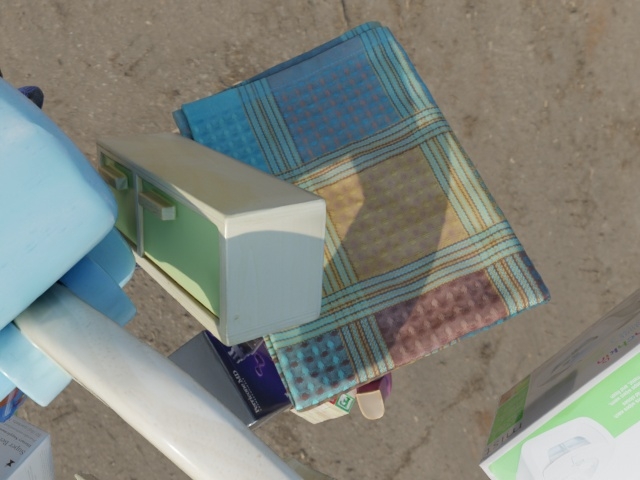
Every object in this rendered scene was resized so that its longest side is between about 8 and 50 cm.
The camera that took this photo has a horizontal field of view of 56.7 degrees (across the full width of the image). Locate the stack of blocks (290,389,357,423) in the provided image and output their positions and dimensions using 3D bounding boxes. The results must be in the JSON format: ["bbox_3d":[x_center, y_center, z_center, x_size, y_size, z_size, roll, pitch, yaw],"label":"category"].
[{"bbox_3d":[0.025,0.400,1.653,0.087,0.297,0.171,31,62,-5],"label":"stack of blocks"}]

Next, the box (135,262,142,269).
[{"bbox_3d":[-0.548,0.009,1.380,0.261,0.184,0.103,19,65,-54],"label":"box"}]

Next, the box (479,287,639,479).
[{"bbox_3d":[0.336,0.193,0.693,0.262,0.127,0.231,-46,167,20],"label":"box"}]

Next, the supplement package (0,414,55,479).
[{"bbox_3d":[-0.635,0.455,1.027,0.293,0.177,0.175,-55,165,-51],"label":"supplement package"}]

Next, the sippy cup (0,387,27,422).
[{"bbox_3d":[-0.479,0.129,0.805,0.305,0.240,0.224,-30,145,-54],"label":"sippy cup"}]

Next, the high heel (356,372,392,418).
[{"bbox_3d":[0.068,0.145,0.921,0.082,0.117,0.244,-15,104,11],"label":"high heel"}]

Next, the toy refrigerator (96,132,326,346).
[{"bbox_3d":[-0.114,-0.019,0.523,0.094,0.269,0.102,-12,116,-34],"label":"toy refrigerator"}]

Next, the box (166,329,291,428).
[{"bbox_3d":[-0.130,0.219,0.918,0.108,0.153,0.207,-37,167,15],"label":"box"}]

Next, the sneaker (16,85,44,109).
[{"bbox_3d":[-0.653,-0.260,1.318,0.083,0.087,0.221,67,21,-54],"label":"sneaker"}]

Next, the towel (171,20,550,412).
[{"bbox_3d":[0.024,-0.049,0.613,0.271,0.370,0.040,-24,156,-3],"label":"towel"}]

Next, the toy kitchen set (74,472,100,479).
[{"bbox_3d":[-0.424,0.575,1.182,0.166,0.122,0.207,-59,145,-11],"label":"toy kitchen set"}]

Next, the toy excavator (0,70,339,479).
[{"bbox_3d":[-0.189,0.047,0.396,0.222,0.445,0.433,-46,131,-25],"label":"toy excavator"}]

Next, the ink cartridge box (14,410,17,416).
[{"bbox_3d":[-0.768,0.322,1.324,0.092,0.160,0.219,-31,130,-77],"label":"ink cartridge box"}]
